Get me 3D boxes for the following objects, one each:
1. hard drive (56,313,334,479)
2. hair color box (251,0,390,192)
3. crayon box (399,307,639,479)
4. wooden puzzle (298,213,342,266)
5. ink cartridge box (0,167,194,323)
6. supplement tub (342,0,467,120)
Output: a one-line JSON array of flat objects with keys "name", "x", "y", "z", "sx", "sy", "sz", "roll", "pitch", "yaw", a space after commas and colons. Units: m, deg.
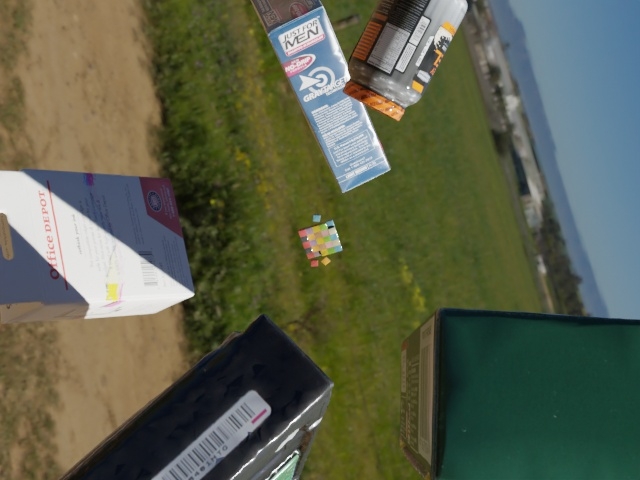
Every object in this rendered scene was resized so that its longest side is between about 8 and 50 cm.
[{"name": "hard drive", "x": -0.109, "y": 0.190, "z": 0.573, "sx": 0.064, "sy": 0.237, "sz": 0.339, "roll": 44, "pitch": -21, "yaw": 14}, {"name": "hair color box", "x": 0.003, "y": -0.274, "z": 1.636, "sx": 0.347, "sy": 0.105, "sz": 0.174, "roll": 62, "pitch": 3, "yaw": -38}, {"name": "crayon box", "x": 0.220, "y": 0.117, "z": 0.654, "sx": 0.363, "sy": 0.313, "sz": 0.106, "roll": 78, "pitch": 14, "yaw": -81}, {"name": "wooden puzzle", "x": 0.000, "y": 0.000, "z": 1.263, "sx": 0.006, "sy": 0.049, "sz": 0.083, "roll": -97, "pitch": 169, "yaw": -57}, {"name": "ink cartridge box", "x": -0.211, "y": 0.005, "z": 0.788, "sx": 0.198, "sy": 0.067, "sz": 0.115, "roll": 1, "pitch": 71, "yaw": -50}, {"name": "supplement tub", "x": 0.113, "y": -0.271, "z": 1.296, "sx": 0.117, "sy": 0.190, "sz": 0.117, "roll": 27, "pitch": 8, "yaw": -4}]
